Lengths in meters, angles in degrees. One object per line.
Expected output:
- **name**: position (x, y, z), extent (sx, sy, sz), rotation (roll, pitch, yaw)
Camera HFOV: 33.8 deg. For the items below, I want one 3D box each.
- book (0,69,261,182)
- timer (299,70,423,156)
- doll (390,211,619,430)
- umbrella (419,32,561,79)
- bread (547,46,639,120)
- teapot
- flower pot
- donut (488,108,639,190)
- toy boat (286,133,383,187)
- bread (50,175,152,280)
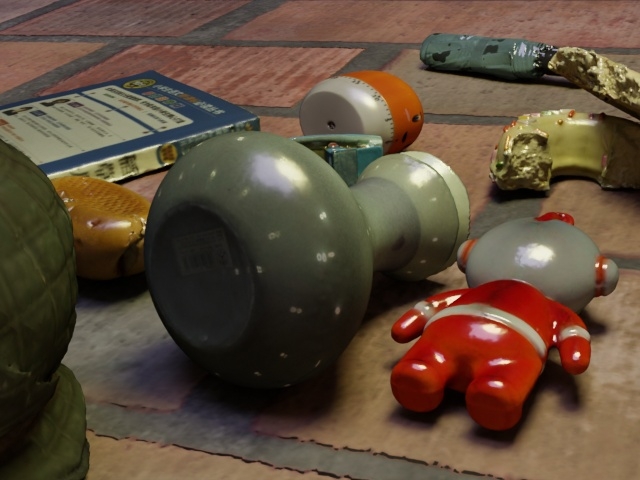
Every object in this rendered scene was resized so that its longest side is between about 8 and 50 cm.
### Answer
- **book**: position (-0.323, -0.115, 1.235), extent (0.428, 0.039, 0.300), rotation (-19, 28, -27)
- **timer**: position (0.054, -0.135, 1.144), extent (0.136, 0.099, 0.136), rotation (7, 23, -3)
- **doll**: position (0.138, 0.044, 0.757), extent (0.142, 0.076, 0.245), rotation (9, 32, 27)
- **umbrella**: position (0.238, -0.241, 1.386), extent (0.250, 0.052, 0.053), rotation (17, 31, 40)
- **bread**: position (0.331, -0.125, 1.020), extent (0.182, 0.039, 0.251), rotation (24, 13, -18)
- **teapot**: position (0.000, 0.000, 0.782), extent (0.184, 0.183, 0.251), rotation (15, 21, 37)
- **flower pot**: position (-0.288, 0.065, 0.624), extent (0.302, 0.213, 0.302), rotation (-5, 24, 2)
- **donut**: position (0.245, -0.092, 1.039), extent (0.166, 0.065, 0.108), rotation (-3, 23, -2)
- **toy boat**: position (-0.011, -0.069, 1.035), extent (0.173, 0.069, 0.059), rotation (-7, 16, -16)
- **bread**: position (-0.199, -0.009, 0.936), extent (0.114, 0.077, 0.189), rotation (4, 16, -32)
